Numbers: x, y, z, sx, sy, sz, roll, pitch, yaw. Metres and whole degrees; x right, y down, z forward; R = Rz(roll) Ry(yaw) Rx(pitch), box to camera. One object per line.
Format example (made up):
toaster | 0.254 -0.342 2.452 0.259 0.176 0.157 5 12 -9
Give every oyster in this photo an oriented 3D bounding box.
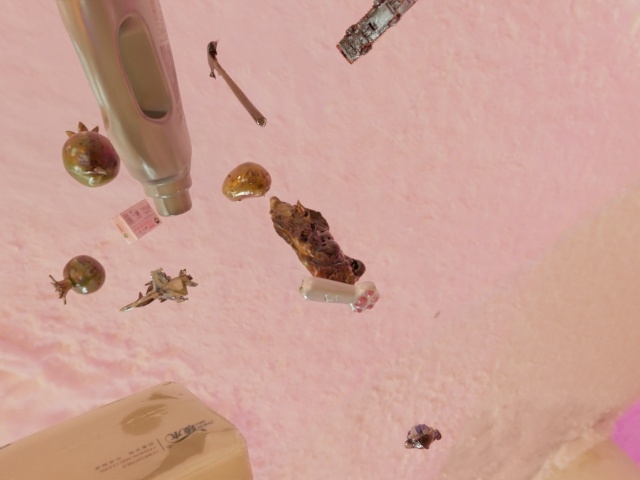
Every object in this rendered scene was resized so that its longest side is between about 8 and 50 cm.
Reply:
oyster | -0.006 -0.009 1.481 0.096 0.361 0.221 -44 168 24

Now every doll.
doll | 0.286 0.552 1.363 0.096 0.070 0.195 -38 145 11

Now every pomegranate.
pomegranate | -0.635 -0.249 1.361 0.156 0.220 0.156 -7 144 -5
pomegranate | -0.829 0.129 1.670 0.169 0.148 0.149 -32 135 -22

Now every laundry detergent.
laundry detergent | -0.292 -0.224 0.786 0.124 0.264 0.399 -10 116 -4

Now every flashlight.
flashlight | 0.044 0.124 1.126 0.200 0.048 0.093 12 127 -22

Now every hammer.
hammer | -0.203 -0.362 1.149 0.026 0.297 0.125 -22 149 -21

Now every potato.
potato | -0.250 -0.196 1.623 0.175 0.137 0.137 -14 134 10

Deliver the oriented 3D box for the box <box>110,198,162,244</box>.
box | -0.528 -0.056 1.402 0.043 0.125 0.089 -26 103 28

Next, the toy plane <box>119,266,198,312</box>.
toy plane | -0.547 0.170 1.615 0.261 0.088 0.192 -18 138 3

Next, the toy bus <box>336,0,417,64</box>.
toy bus | 0.118 -0.447 0.995 0.065 0.077 0.192 48 136 -10

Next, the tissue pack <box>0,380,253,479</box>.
tissue pack | -0.314 0.387 0.706 0.380 0.297 0.208 -16 103 -35
